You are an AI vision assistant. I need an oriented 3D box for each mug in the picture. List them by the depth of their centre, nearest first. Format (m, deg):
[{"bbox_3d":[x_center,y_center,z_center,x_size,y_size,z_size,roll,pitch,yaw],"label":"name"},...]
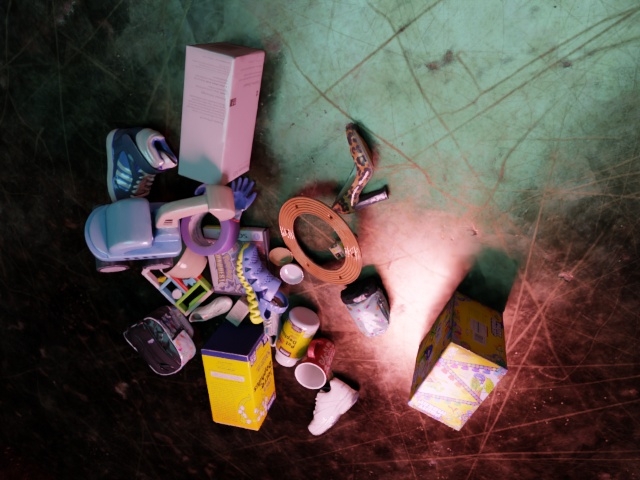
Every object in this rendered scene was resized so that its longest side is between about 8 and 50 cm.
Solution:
[{"bbox_3d":[-0.004,0.426,1.767,0.113,0.169,0.150,28,119,5],"label":"mug"}]

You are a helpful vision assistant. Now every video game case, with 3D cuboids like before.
[{"bbox_3d":[-0.293,0.078,1.777,0.249,0.035,0.274,4,115,17],"label":"video game case"}]

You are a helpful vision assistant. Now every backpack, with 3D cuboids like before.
[{"bbox_3d":[0.162,0.234,1.653,0.152,0.115,0.181,-23,108,24],"label":"backpack"},{"bbox_3d":[-0.623,0.400,1.949,0.225,0.191,0.253,-30,95,30],"label":"backpack"}]

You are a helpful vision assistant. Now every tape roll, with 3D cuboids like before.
[{"bbox_3d":[-0.381,-0.043,1.689,0.189,0.080,0.188,1,94,18],"label":"tape roll"}]

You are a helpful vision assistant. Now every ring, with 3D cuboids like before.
[{"bbox_3d":[0.000,0.000,1.583,0.337,0.032,0.336,27,140,26],"label":"ring"}]

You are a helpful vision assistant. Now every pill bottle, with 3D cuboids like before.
[{"bbox_3d":[-0.092,0.356,1.787,0.117,0.117,0.214,26,116,5],"label":"pill bottle"}]

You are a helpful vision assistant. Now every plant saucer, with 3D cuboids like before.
[{"bbox_3d":[-0.138,0.054,1.715,0.084,0.015,0.083,2,128,2],"label":"plant saucer"}]

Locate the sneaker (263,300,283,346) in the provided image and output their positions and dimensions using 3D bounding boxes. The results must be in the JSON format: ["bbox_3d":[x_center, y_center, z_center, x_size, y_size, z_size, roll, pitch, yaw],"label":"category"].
[{"bbox_3d":[-0.184,0.311,1.824,0.072,0.083,0.190,-8,110,23],"label":"sneaker"}]

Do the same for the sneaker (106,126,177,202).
[{"bbox_3d":[-0.602,-0.227,1.681,0.237,0.130,0.322,7,111,20],"label":"sneaker"}]

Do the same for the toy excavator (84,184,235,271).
[{"bbox_3d":[-0.511,-0.052,1.531,0.433,0.445,0.222,-4,79,-20],"label":"toy excavator"}]

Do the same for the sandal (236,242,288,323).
[{"bbox_3d":[-0.197,0.146,1.697,0.138,0.126,0.317,-4,121,16],"label":"sandal"}]

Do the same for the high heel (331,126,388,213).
[{"bbox_3d":[0.077,-0.201,1.484,0.186,0.093,0.261,-19,116,19],"label":"high heel"}]

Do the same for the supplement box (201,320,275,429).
[{"bbox_3d":[-0.310,0.524,1.901,0.196,0.194,0.356,5,116,17],"label":"supplement box"}]

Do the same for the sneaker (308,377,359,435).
[{"bbox_3d":[0.033,0.648,1.913,0.129,0.111,0.297,42,117,14],"label":"sneaker"}]

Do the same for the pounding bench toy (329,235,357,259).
[{"bbox_3d":[0.081,0.016,1.616,0.052,0.083,0.065,53,150,-7],"label":"pounding bench toy"}]

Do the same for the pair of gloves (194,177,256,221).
[{"bbox_3d":[-0.319,-0.154,1.631,0.198,0.023,0.159,19,74,6],"label":"pair of gloves"}]

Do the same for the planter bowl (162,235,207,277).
[{"bbox_3d":[-0.486,0.073,1.784,0.162,0.162,0.109,-34,127,28],"label":"planter bowl"}]

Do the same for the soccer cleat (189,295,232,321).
[{"bbox_3d":[-0.424,0.273,1.888,0.196,0.076,0.068,-23,105,26],"label":"soccer cleat"}]

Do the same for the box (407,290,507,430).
[{"bbox_3d":[0.426,0.366,1.526,0.177,0.290,0.279,27,120,4],"label":"box"}]

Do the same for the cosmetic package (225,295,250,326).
[{"bbox_3d":[-0.308,0.269,1.868,0.060,0.041,0.115,39,120,-2],"label":"cosmetic package"}]

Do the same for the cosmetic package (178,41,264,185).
[{"bbox_3d":[-0.299,-0.379,1.464,0.156,0.217,0.384,17,120,11],"label":"cosmetic package"}]

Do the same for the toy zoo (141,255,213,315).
[{"bbox_3d":[-0.572,0.142,1.903,0.293,0.030,0.192,47,119,-7],"label":"toy zoo"}]

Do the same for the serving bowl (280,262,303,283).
[{"bbox_3d":[-0.099,0.114,1.730,0.084,0.027,0.083,6,121,10],"label":"serving bowl"}]
